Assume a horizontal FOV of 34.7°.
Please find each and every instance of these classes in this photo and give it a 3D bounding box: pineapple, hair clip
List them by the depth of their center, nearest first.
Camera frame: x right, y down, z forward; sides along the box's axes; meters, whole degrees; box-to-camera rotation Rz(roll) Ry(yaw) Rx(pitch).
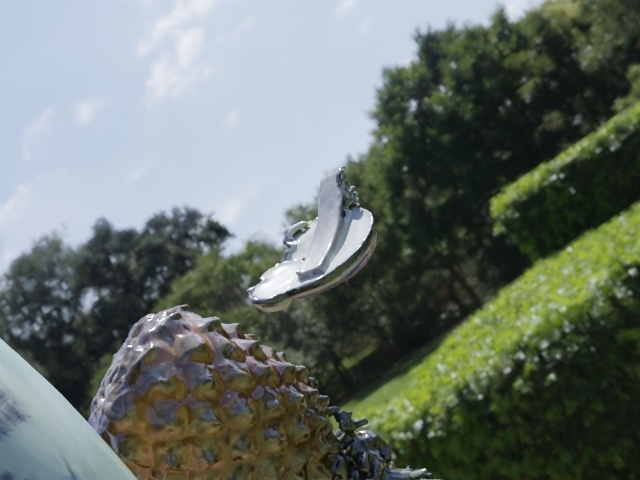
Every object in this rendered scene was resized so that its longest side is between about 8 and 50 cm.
[{"bbox_3d":[-0.019,0.189,0.885,0.175,0.361,0.175,-55,16,25],"label":"pineapple"},{"bbox_3d":[0.000,0.000,0.967,0.116,0.049,0.172,-21,30,31],"label":"hair clip"}]

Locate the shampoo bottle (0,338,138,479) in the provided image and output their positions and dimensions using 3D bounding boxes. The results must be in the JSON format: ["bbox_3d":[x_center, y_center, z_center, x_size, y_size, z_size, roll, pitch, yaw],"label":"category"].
[{"bbox_3d":[-0.196,0.117,0.545,0.134,0.359,0.078,-46,-5,-42],"label":"shampoo bottle"}]
